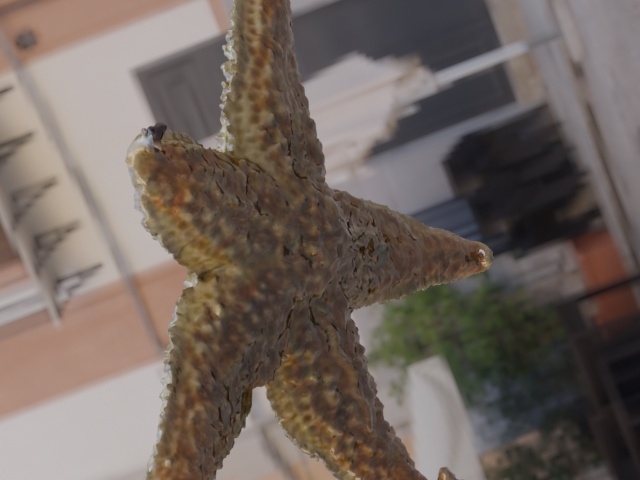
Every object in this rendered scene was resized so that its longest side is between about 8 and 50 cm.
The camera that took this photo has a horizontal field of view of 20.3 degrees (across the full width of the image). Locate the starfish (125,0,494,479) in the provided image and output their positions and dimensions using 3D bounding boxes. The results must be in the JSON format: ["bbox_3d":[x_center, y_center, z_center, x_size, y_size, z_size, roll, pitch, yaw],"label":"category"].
[{"bbox_3d":[-0.004,0.002,0.705,0.231,0.048,0.295,35,-129,-43],"label":"starfish"}]
